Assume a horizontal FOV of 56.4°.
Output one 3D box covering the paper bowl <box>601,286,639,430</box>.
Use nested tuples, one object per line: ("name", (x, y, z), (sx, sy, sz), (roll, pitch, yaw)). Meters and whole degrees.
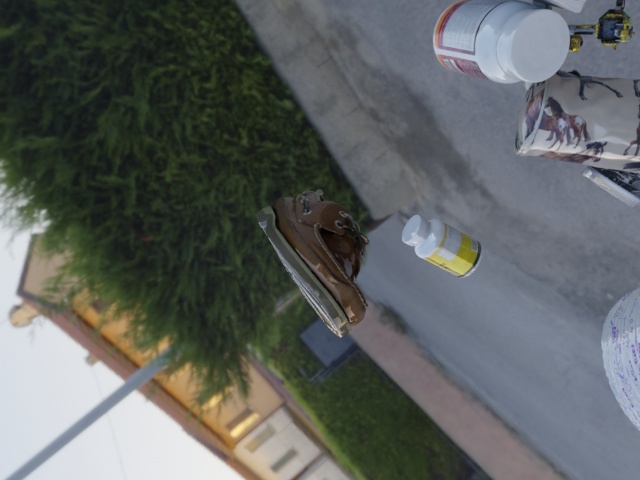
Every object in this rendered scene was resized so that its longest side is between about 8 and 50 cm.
("paper bowl", (0.572, 0.200, 0.927), (0.284, 0.284, 0.148), (49, 152, 10))

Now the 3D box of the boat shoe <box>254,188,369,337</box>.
("boat shoe", (0.000, 0.000, 0.705), (0.111, 0.104, 0.307), (62, 175, -28))

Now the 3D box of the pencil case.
("pencil case", (0.559, -0.211, 1.048), (0.410, 0.184, 0.160), (9, 160, 6))

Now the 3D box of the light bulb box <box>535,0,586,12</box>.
("light bulb box", (0.255, -0.558, 0.822), (0.225, 0.361, 0.358), (8, -154, -32))

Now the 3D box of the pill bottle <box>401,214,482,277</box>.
("pill bottle", (0.293, 0.010, 1.447), (0.184, 0.103, 0.103), (27, 177, -17))

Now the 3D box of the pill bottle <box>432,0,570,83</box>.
("pill bottle", (0.278, -0.313, 0.938), (0.121, 0.121, 0.221), (57, 177, -29))

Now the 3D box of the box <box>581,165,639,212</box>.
("box", (0.796, -0.204, 1.481), (0.183, 0.231, 0.056), (39, 169, 17))

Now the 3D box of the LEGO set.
("LEGO set", (0.490, -0.504, 1.138), (0.255, 0.192, 0.331), (16, 125, 21))
